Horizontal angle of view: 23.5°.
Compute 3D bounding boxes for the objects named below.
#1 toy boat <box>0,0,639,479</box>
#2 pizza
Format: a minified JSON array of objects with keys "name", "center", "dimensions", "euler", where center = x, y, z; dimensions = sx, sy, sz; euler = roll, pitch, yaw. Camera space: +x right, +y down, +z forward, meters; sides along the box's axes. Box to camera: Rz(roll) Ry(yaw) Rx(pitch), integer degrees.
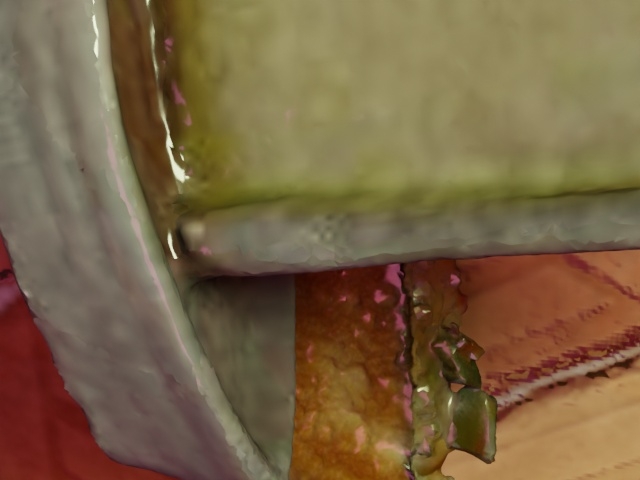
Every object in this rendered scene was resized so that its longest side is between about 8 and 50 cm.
[{"name":"toy boat","center":[0.012,-0.081,0.437],"dimensions":[0.293,0.111,0.276],"euler":[-25,86,26]},{"name":"pizza","center":[0.000,0.000,0.551],"dimensions":[0.185,0.052,0.195],"euler":[31,118,11]}]
